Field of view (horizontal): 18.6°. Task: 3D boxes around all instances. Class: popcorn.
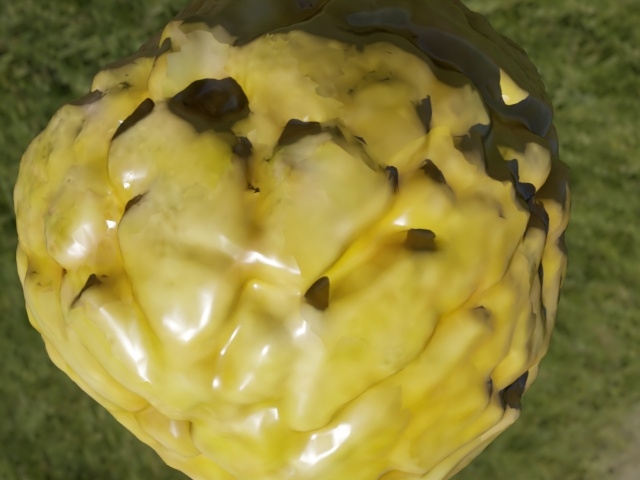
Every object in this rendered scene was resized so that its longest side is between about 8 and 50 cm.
[{"bbox_3d":[0.001,0.001,1.247,0.344,0.354,0.390,-33,-176,10],"label":"popcorn"}]
